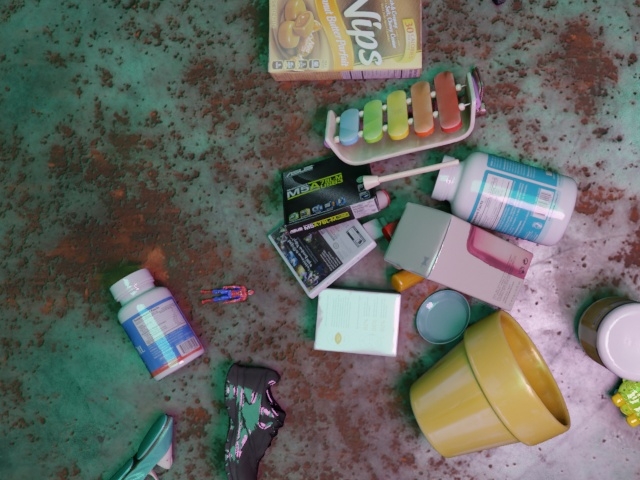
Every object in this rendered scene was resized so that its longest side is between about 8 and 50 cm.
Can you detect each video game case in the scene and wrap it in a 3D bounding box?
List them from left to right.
[{"bbox_3d":[0.000,0.000,1.451,0.173,0.022,0.190,-40,55,5],"label":"video game case"}]

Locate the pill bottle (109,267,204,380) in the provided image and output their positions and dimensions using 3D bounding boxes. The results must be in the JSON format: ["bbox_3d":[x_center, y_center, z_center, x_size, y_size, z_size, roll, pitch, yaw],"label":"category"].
[{"bbox_3d":[-0.353,0.175,1.485,0.124,0.124,0.221,-32,86,5],"label":"pill bottle"}]

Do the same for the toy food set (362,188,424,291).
[{"bbox_3d":[0.156,-0.023,1.445,0.104,0.111,0.232,-25,75,-25],"label":"toy food set"}]

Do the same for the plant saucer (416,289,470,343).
[{"bbox_3d":[0.257,0.161,1.444,0.119,0.021,0.119,-20,52,27],"label":"plant saucer"}]

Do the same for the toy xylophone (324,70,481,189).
[{"bbox_3d":[0.168,-0.220,1.382,0.323,0.236,0.081,-18,130,10],"label":"toy xylophone"}]

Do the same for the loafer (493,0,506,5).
[{"bbox_3d":[0.369,-0.572,1.437,0.061,0.062,0.170,-9,90,1],"label":"loafer"}]

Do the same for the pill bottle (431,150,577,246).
[{"bbox_3d":[0.361,-0.091,1.395,0.264,0.146,0.146,18,92,6],"label":"pill bottle"}]

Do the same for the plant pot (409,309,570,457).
[{"bbox_3d":[0.316,0.301,1.365,0.239,0.254,0.254,-33,86,21],"label":"plant pot"}]

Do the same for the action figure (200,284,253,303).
[{"bbox_3d":[-0.202,0.118,1.517,0.115,0.030,0.038,-6,84,4],"label":"action figure"}]

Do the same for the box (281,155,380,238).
[{"bbox_3d":[0.016,-0.100,1.422,0.191,0.184,0.045,-17,132,9],"label":"box"}]

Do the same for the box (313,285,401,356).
[{"bbox_3d":[0.078,0.165,1.453,0.171,0.091,0.130,5,91,6],"label":"box"}]

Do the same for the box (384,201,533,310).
[{"bbox_3d":[0.268,0.031,1.351,0.232,0.149,0.126,22,91,-32],"label":"box"}]

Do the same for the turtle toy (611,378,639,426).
[{"bbox_3d":[0.647,0.330,1.404,0.095,0.066,0.130,-34,87,7],"label":"turtle toy"}]

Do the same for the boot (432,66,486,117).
[{"bbox_3d":[0.283,-0.302,1.460,0.114,0.037,0.106,-8,91,11],"label":"boot"}]

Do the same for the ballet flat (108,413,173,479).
[{"bbox_3d":[-0.376,0.487,1.520,0.087,0.083,0.247,38,94,-19],"label":"ballet flat"}]

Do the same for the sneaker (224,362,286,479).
[{"bbox_3d":[-0.138,0.404,1.475,0.130,0.109,0.286,0,92,0],"label":"sneaker"}]

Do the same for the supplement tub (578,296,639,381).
[{"bbox_3d":[0.584,0.183,1.343,0.144,0.200,0.144,0,91,6],"label":"supplement tub"}]

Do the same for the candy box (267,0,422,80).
[{"bbox_3d":[0.052,-0.435,1.457,0.317,0.087,0.182,0,90,7],"label":"candy box"}]
